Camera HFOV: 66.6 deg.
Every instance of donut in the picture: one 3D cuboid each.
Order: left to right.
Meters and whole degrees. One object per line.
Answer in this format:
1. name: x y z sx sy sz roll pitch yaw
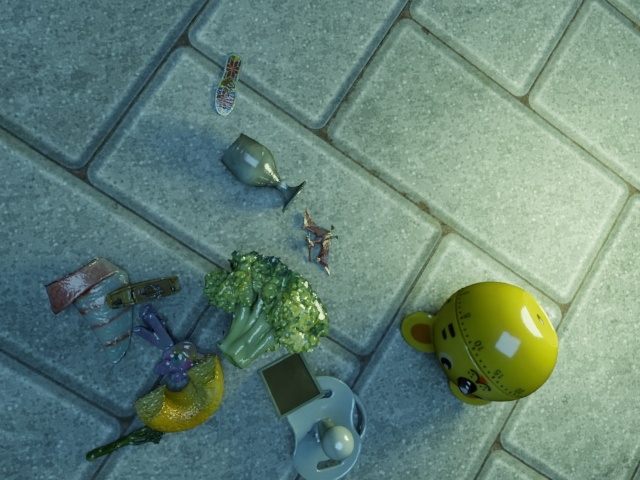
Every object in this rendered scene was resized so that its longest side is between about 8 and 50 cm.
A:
1. donut: -0.356 0.438 1.331 0.259 0.101 0.152 -33 126 -8

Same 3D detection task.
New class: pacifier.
1. pacifier: 0.037 0.534 1.349 0.243 0.233 0.300 -9 89 -14

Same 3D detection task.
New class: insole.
1. insole: -0.274 -0.465 1.453 0.065 0.006 0.194 14 85 -10

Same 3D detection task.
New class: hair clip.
1. hair clip: -0.420 0.305 1.350 0.137 0.090 0.278 -39 94 -4

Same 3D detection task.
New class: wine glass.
1. wine glass: -0.164 -0.196 1.403 0.241 0.126 0.126 36 82 -9

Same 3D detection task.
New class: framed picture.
1. framed picture: -0.086 0.403 1.381 0.141 0.183 0.011 -27 133 -10

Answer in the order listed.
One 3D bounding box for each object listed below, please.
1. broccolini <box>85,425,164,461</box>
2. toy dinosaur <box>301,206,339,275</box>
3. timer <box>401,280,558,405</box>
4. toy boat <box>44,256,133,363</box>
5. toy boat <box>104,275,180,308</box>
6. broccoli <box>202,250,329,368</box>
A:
1. broccolini: -0.534 0.563 1.347 0.216 0.058 0.067 -25 51 -3
2. toy dinosaur: 0.000 0.000 1.470 0.108 0.032 0.220 -22 94 -13
3. timer: 0.465 0.309 1.410 0.387 0.376 0.376 -37 96 34
4. toy boat: -0.594 0.198 1.335 0.206 0.096 0.282 -32 103 -25
5. toy boat: -0.481 0.142 1.329 0.200 0.077 0.057 -13 94 -32
6. broccoli: -0.145 0.210 1.287 0.347 0.294 0.281 30 59 27
